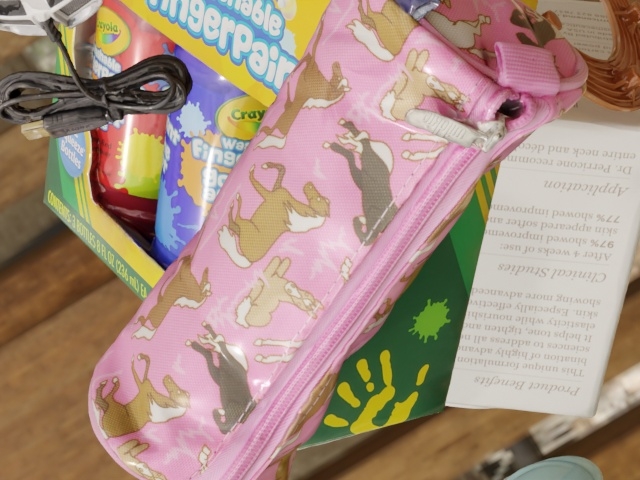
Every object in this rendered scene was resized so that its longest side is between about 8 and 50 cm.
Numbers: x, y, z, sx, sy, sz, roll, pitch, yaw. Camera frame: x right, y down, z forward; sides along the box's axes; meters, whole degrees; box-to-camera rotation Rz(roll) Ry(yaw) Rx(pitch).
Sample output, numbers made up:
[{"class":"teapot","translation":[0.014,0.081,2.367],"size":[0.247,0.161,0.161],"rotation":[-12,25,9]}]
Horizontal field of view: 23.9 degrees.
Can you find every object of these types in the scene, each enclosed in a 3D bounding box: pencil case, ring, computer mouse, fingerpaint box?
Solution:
[{"class":"pencil case","translation":[0.000,0.000,0.962],"size":[0.160,0.386,0.167],"rotation":[40,-156,10]},{"class":"ring","translation":[0.232,-0.276,1.502],"size":[0.336,0.032,0.337],"rotation":[34,-143,-31]},{"class":"computer mouse","translation":[-0.145,-0.143,0.777],"size":[0.042,0.106,0.193],"rotation":[-79,-26,-55]},{"class":"fingerpaint box","translation":[-0.058,-0.108,1.251],"size":[0.445,0.163,0.371],"rotation":[39,128,44]}]

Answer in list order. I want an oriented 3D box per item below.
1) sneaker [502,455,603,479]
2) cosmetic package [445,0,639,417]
[{"class":"sneaker","translation":[0.199,0.335,1.605],"size":[0.135,0.150,0.366],"rotation":[53,148,10]},{"class":"cosmetic package","translation":[0.184,-0.053,1.774],"size":[0.327,0.329,0.394],"rotation":[-86,2,-58]}]
